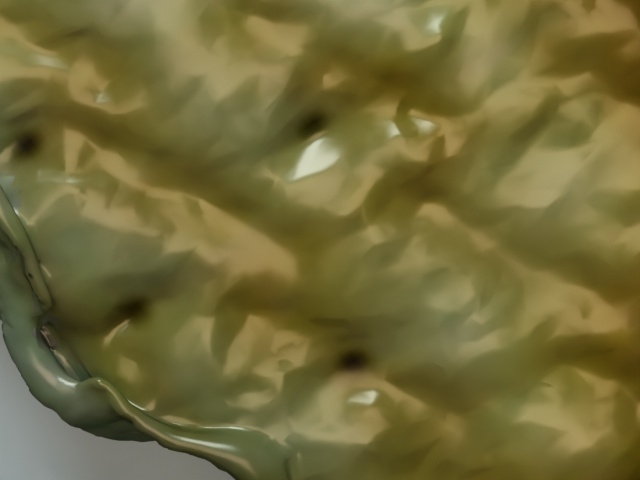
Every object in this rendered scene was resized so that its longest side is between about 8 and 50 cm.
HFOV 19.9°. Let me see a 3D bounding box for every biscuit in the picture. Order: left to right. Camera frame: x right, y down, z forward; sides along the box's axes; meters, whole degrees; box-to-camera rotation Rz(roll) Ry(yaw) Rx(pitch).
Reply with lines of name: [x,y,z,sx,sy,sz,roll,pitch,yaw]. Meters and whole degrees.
biscuit: [0.000,0.000,0.610,0.329,0.078,0.335,0,107,0]
